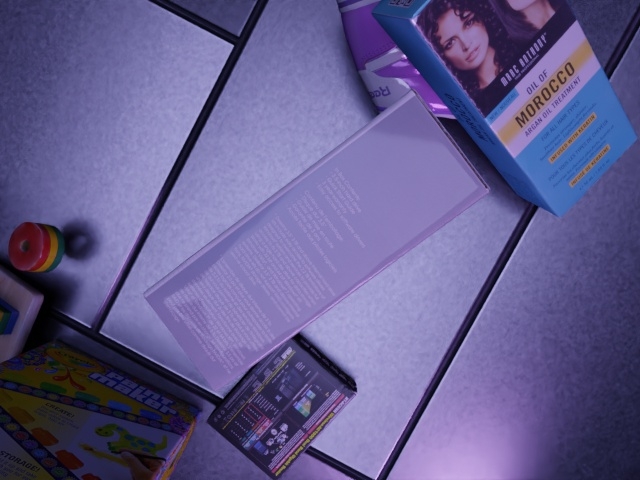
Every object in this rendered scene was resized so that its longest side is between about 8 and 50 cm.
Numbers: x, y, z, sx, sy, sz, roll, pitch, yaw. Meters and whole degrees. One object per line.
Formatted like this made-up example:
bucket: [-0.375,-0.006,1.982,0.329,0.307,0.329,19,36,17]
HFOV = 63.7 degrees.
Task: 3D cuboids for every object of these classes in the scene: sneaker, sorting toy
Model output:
sneaker: [0.162,-0.201,0.471,0.282,0.102,0.160,-22,111,-2]
sorting toy: [-0.351,0.092,0.493,0.132,0.046,0.274,26,94,23]

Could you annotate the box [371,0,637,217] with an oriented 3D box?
box: [0.158,-0.129,0.414,0.244,0.060,0.100,37,98,-34]

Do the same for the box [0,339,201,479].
box: [-0.264,0.273,0.404,0.177,0.279,0.289,26,93,1]

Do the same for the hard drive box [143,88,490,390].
hard drive box: [0.000,0.000,0.431,0.232,0.181,0.089,-36,90,3]

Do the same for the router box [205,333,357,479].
router box: [-0.037,0.159,0.510,0.092,0.038,0.122,42,94,0]
